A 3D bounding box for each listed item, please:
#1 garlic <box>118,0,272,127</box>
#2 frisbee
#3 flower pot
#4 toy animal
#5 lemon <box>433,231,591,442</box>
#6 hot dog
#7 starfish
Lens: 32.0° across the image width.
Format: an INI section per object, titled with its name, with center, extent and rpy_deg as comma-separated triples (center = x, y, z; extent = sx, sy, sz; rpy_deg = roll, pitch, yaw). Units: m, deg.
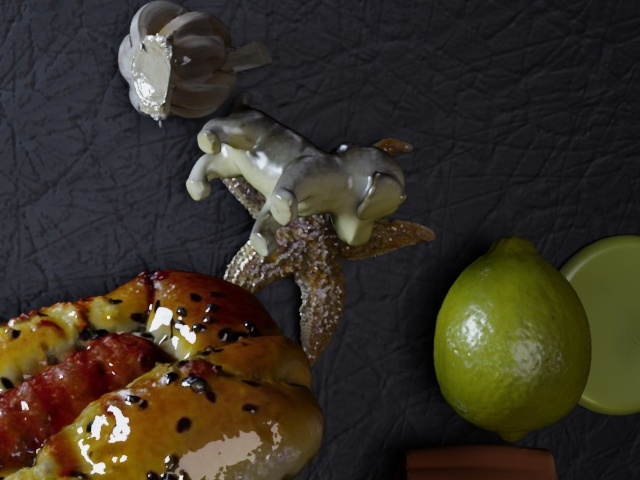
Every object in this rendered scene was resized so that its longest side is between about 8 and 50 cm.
[garlic]
center = -0.136, -0.205, 1.234
extent = 0.194, 0.127, 0.131
rpy_deg = -26, 119, -38
[frisbee]
center = 0.389, 0.109, 1.425
extent = 0.236, 0.017, 0.235
rpy_deg = -1, 93, -15
[flower pot]
center = 0.171, 0.320, 1.302
extent = 0.173, 0.190, 0.190
rpy_deg = 12, 89, -3
[toy animal]
center = -0.030, -0.067, 1.211
extent = 0.233, 0.121, 0.168
rpy_deg = 30, 51, 12
[lemon]
center = 0.223, 0.116, 1.299
extent = 0.184, 0.184, 0.248
rpy_deg = -2, 93, -15
[hot dog]
center = -0.186, 0.175, 1.112
extent = 0.366, 0.367, 0.196
rpy_deg = -16, 125, -17
[starfish]
center = 0.001, 0.000, 1.297
extent = 0.302, 0.060, 0.299
rpy_deg = -27, 96, -13
